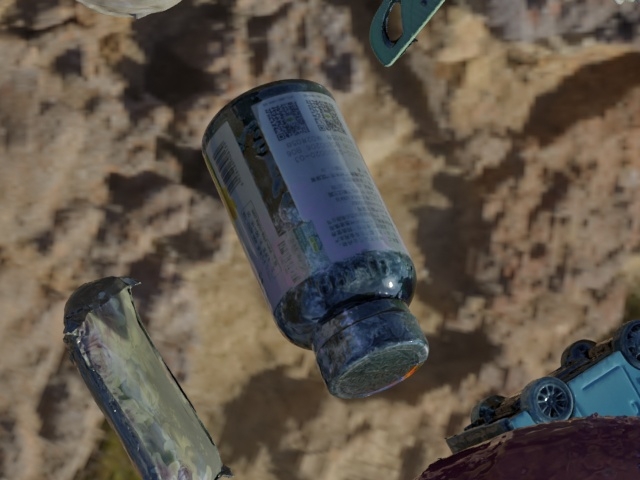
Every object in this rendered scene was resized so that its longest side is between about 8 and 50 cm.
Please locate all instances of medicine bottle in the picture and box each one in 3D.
[{"bbox_3d":[0.000,0.000,1.655,0.141,0.141,0.293,-8,58,-31],"label":"medicine bottle"}]

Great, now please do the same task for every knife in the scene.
[{"bbox_3d":[0.118,-0.237,1.145,0.043,0.020,0.293,37,103,6],"label":"knife"}]

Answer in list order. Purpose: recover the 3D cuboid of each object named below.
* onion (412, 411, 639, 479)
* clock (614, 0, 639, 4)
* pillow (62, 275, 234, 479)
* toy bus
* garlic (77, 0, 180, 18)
[{"bbox_3d":[0.148,0.245,0.864,0.358,0.345,0.358,3,122,4],"label":"onion"},{"bbox_3d":[0.308,-0.270,1.254,0.324,0.265,0.109,14,42,-37],"label":"clock"},{"bbox_3d":[-0.181,0.159,1.759,0.059,0.169,0.255,-25,98,18],"label":"pillow"},{"bbox_3d":[0.283,0.185,1.768,0.271,0.133,0.165,-28,88,-27],"label":"toy bus"},{"bbox_3d":[-0.216,-0.293,1.613,0.178,0.143,0.229,-44,97,-23],"label":"garlic"}]
